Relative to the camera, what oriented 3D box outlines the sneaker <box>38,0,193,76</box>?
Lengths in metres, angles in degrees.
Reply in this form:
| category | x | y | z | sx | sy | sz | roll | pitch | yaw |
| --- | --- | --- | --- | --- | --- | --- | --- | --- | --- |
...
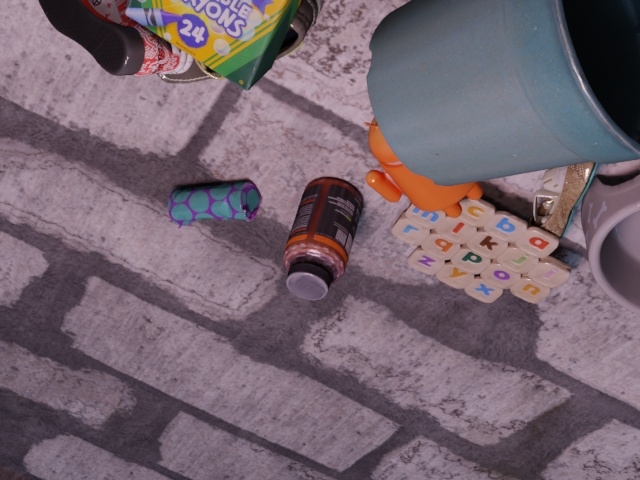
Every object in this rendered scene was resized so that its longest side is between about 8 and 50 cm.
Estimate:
| category | x | y | z | sx | sy | sz | roll | pitch | yaw |
| --- | --- | --- | --- | --- | --- | --- | --- | --- | --- |
| sneaker | -0.292 | -0.323 | 1.742 | 0.270 | 0.145 | 0.090 | 45 | 124 | 31 |

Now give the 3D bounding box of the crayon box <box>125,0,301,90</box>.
| category | x | y | z | sx | sy | sz | roll | pitch | yaw |
| --- | --- | --- | --- | --- | --- | --- | --- | --- | --- |
| crayon box | -0.111 | -0.379 | 1.565 | 0.203 | 0.083 | 0.323 | 32 | 130 | 5 |

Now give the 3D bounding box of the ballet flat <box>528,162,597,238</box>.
| category | x | y | z | sx | sy | sz | roll | pitch | yaw |
| --- | --- | --- | --- | --- | --- | --- | --- | --- | --- |
| ballet flat | 0.365 | -0.072 | 1.851 | 0.067 | 0.073 | 0.206 | 13 | 140 | 1 |

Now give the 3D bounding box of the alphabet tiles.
| category | x | y | z | sx | sy | sz | roll | pitch | yaw |
| --- | --- | --- | --- | --- | --- | --- | --- | --- | --- |
| alphabet tiles | 0.263 | 0.016 | 2.000 | 0.284 | 0.021 | 0.278 | 26 | 152 | -4 |

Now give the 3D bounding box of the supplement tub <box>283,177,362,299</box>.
| category | x | y | z | sx | sy | sz | roll | pitch | yaw |
| --- | --- | --- | --- | --- | --- | --- | --- | --- | --- |
| supplement tub | 0.000 | 0.000 | 1.967 | 0.106 | 0.198 | 0.106 | 11 | 141 | 9 |

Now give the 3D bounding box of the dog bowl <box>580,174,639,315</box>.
| category | x | y | z | sx | sy | sz | roll | pitch | yaw |
| --- | --- | --- | --- | --- | --- | --- | --- | --- | --- |
| dog bowl | 0.568 | 0.002 | 1.845 | 0.348 | 0.102 | 0.349 | 10 | 140 | 9 |

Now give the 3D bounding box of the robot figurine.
| category | x | y | z | sx | sy | sz | roll | pitch | yaw |
| --- | --- | --- | --- | --- | --- | --- | --- | --- | --- |
| robot figurine | 0.154 | -0.129 | 1.811 | 0.158 | 0.128 | 0.219 | -17 | 129 | 34 |

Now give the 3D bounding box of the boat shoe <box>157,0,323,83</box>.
| category | x | y | z | sx | sy | sz | roll | pitch | yaw |
| --- | --- | --- | --- | --- | --- | --- | --- | --- | --- |
| boat shoe | -0.134 | -0.289 | 1.752 | 0.305 | 0.091 | 0.109 | -17 | 131 | 34 |

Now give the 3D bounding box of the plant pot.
| category | x | y | z | sx | sy | sz | roll | pitch | yaw |
| --- | --- | --- | --- | --- | --- | --- | --- | --- | --- |
| plant pot | 0.259 | -0.224 | 1.527 | 0.334 | 0.341 | 0.341 | -16 | 131 | 44 |

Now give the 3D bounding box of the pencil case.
| category | x | y | z | sx | sy | sz | roll | pitch | yaw |
| --- | --- | --- | --- | --- | --- | --- | --- | --- | --- |
| pencil case | -0.182 | -0.060 | 2.066 | 0.151 | 0.064 | 0.070 | -3 | 112 | 24 |
